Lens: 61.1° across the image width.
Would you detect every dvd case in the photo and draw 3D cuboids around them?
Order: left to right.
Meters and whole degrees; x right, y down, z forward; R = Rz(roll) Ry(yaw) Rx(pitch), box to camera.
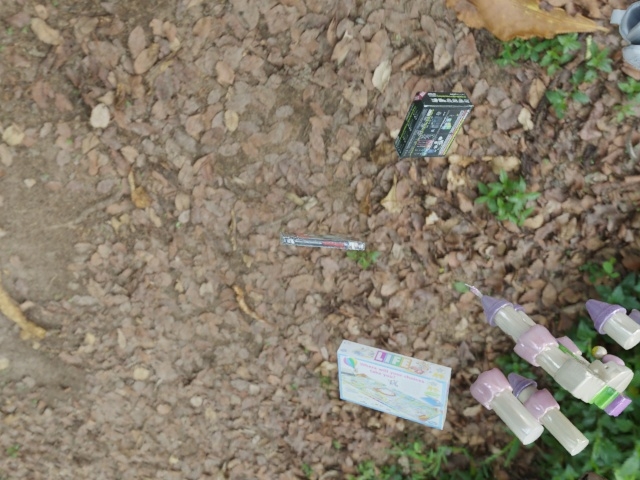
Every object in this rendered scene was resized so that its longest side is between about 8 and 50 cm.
[{"bbox_3d":[0.000,0.000,0.817,0.120,0.087,0.013,3,95,-8],"label":"dvd case"}]

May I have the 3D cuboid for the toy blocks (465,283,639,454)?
[{"bbox_3d":[0.428,0.185,0.998,0.289,0.260,0.309,28,106,-42],"label":"toy blocks"}]

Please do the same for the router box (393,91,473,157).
[{"bbox_3d":[0.190,-0.196,0.927,0.092,0.038,0.122,-3,145,-19],"label":"router box"}]

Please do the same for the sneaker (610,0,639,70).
[{"bbox_3d":[0.508,-0.226,0.650,0.210,0.366,0.137,22,110,-12],"label":"sneaker"}]

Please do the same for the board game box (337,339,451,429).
[{"bbox_3d":[0.101,0.203,0.765,0.154,0.026,0.103,12,129,21],"label":"board game box"}]

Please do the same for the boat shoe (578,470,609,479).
[{"bbox_3d":[0.250,0.366,0.610,0.095,0.095,0.257,41,96,16],"label":"boat shoe"}]
